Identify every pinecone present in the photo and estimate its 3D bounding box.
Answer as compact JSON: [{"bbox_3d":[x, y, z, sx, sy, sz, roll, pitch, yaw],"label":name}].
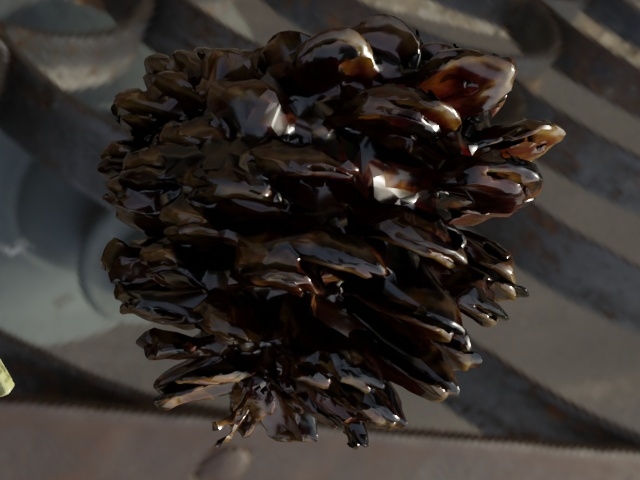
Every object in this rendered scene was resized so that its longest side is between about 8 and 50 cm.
[{"bbox_3d":[0.000,0.000,0.817,0.221,0.221,0.221,-17,130,-21],"label":"pinecone"}]

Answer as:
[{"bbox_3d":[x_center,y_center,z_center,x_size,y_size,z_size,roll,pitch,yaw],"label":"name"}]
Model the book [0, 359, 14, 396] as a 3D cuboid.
[{"bbox_3d":[-0.245,0.002,0.797,0.013,0.168,0.192,-50,121,-46],"label":"book"}]
